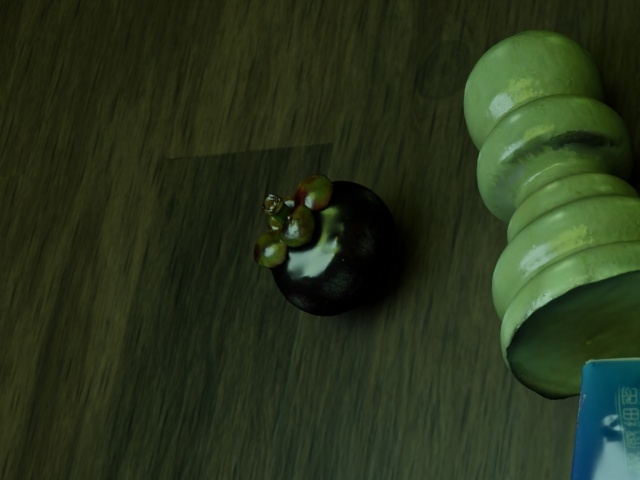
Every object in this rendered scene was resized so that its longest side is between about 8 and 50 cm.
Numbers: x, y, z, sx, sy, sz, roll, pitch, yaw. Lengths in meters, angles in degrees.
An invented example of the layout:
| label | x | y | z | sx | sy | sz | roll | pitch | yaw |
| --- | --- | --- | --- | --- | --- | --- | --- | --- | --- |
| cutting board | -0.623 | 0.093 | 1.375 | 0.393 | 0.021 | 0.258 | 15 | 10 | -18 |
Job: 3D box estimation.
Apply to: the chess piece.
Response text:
| label | x | y | z | sx | sy | sz | roll | pitch | yaw |
| --- | --- | --- | --- | --- | --- | --- | --- | --- | --- |
| chess piece | 0.213 | -0.045 | 1.253 | 0.182 | 0.182 | 0.330 | -31 | 47 | 24 |

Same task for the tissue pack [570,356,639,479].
| label | x | y | z | sx | sy | sz | roll | pitch | yaw |
| --- | --- | --- | --- | --- | --- | --- | --- | --- | --- |
| tissue pack | 0.281 | 0.226 | 1.075 | 0.209 | 0.137 | 0.270 | -4 | 68 | 39 |

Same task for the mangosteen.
| label | x | y | z | sx | sy | sz | roll | pitch | yaw |
| --- | --- | --- | --- | --- | --- | --- | --- | --- | --- |
| mangosteen | 0.000 | 0.000 | 1.394 | 0.137 | 0.151 | 0.137 | -35 | 37 | 32 |
